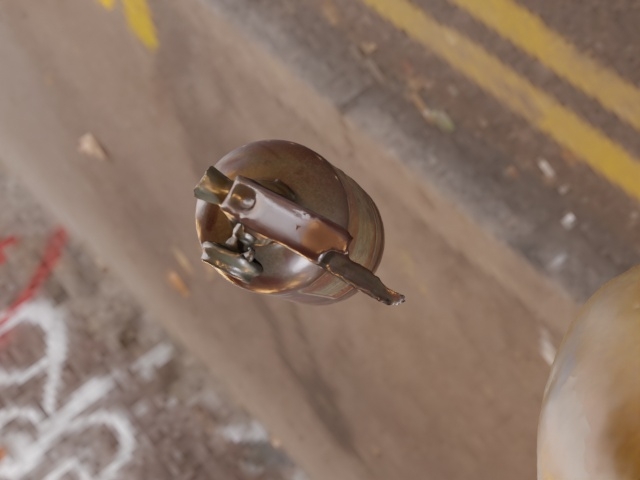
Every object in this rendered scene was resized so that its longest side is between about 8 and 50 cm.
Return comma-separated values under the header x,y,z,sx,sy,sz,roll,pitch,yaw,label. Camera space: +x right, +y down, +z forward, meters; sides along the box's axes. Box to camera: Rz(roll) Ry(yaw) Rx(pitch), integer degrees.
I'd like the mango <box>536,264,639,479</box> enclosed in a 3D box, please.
x,y,z,sx,sy,sz,roll,pitch,yaw,label
0.279,0.160,0.941,0.445,0.301,0.220,56,169,38,mango

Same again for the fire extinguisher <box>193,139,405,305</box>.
x,y,z,sx,sy,sz,roll,pitch,yaw,label
-0.002,-0.008,0.885,0.106,0.075,0.252,7,176,8,fire extinguisher
